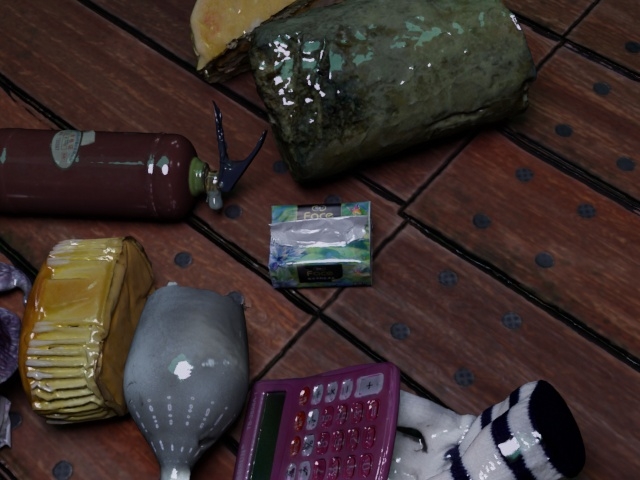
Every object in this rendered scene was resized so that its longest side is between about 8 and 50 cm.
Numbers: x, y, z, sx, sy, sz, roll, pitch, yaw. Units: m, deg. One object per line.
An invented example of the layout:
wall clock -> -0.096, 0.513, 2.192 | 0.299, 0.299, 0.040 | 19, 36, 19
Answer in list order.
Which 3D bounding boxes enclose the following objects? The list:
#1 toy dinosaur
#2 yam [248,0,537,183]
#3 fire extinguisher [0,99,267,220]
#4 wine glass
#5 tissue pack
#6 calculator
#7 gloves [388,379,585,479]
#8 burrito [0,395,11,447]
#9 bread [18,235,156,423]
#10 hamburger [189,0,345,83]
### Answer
toy dinosaur -> -0.380, 0.098, 0.907 | 0.162, 0.077, 0.294 | -3, 40, -10
yam -> 0.071, -0.190, 1.028 | 0.300, 0.195, 0.195 | -17, 57, -7
fire extinguisher -> -0.229, -0.093, 1.032 | 0.343, 0.102, 0.138 | 2, 101, 8
wine glass -> -0.132, 0.167, 0.857 | 0.126, 0.126, 0.241 | -2, 59, 4
tissue pack -> 0.001, 0.000, 0.976 | 0.111, 0.079, 0.085 | -2, 58, 4
calculator -> -0.006, 0.184, 0.842 | 0.190, 0.034, 0.127 | -15, 49, 36
gloves -> 0.118, 0.210, 0.813 | 0.218, 0.131, 0.140 | -36, 37, 26
burrito -> -0.413, 0.177, 0.918 | 0.203, 0.064, 0.064 | 4, 58, 6
bread -> -0.239, 0.089, 0.913 | 0.114, 0.132, 0.191 | -4, 54, 5
hamburger -> -0.058, -0.294, 1.101 | 0.262, 0.124, 0.131 | -27, 77, 18
